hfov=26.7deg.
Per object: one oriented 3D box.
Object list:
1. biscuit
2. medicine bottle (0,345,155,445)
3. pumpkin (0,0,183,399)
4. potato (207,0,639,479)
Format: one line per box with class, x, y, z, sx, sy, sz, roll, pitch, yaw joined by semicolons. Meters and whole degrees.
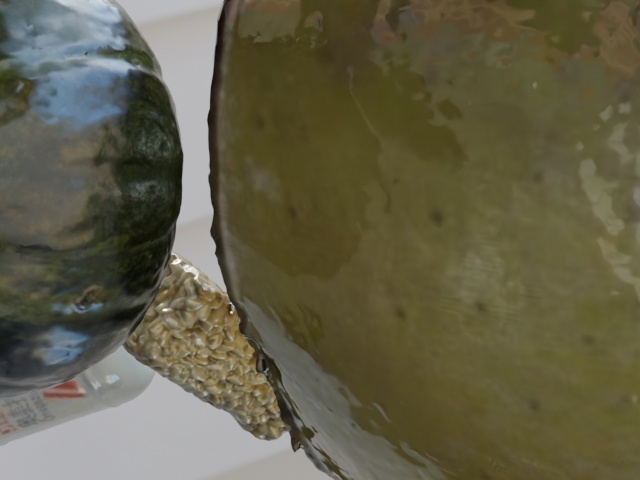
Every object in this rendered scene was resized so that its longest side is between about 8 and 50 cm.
biscuit;-0.067;0.072;0.885;0.168;0.070;0.082;44;2;-45
medicine bottle;-0.329;0.076;1.264;0.241;0.302;0.241;-19;90;-88
pumpkin;-0.160;-0.032;0.640;0.224;0.157;0.223;4;-83;38
potato;0.187;-0.011;0.697;0.319;0.385;0.442;20;-48;44
